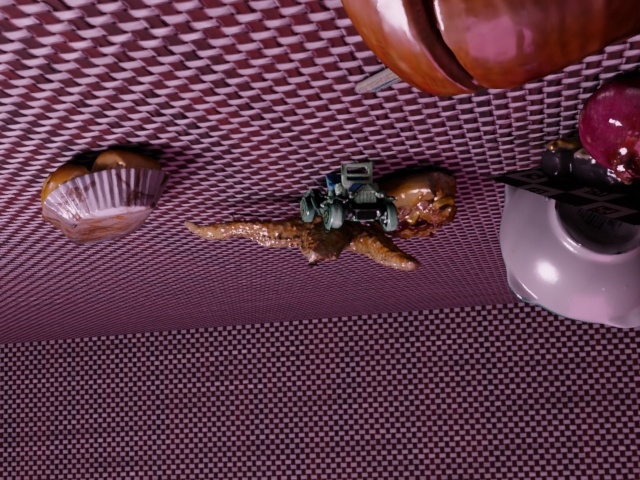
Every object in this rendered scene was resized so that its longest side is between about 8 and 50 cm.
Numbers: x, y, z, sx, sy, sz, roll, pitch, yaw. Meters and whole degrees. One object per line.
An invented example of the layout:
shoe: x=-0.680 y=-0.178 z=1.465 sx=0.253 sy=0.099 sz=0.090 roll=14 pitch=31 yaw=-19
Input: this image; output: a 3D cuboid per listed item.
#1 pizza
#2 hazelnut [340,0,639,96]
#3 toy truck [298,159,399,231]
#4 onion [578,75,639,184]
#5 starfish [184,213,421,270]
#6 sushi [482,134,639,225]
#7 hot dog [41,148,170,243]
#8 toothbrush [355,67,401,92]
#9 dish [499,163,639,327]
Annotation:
pizza: x=0.110 y=-0.037 z=1.111 sx=0.127 sy=0.058 sz=0.246 roll=-1 pitch=172 yaw=-15
hazelnut: x=0.080 y=-0.139 z=0.392 sx=0.154 sy=0.143 sz=0.143 roll=-14 pitch=167 yaw=12
toy truck: x=0.029 y=-0.053 z=1.001 sx=0.080 sy=0.077 sz=0.154 roll=0 pitch=-174 yaw=-15
onion: x=0.276 y=-0.094 z=0.764 sx=0.107 sy=0.097 sz=0.107 roll=16 pitch=162 yaw=5
starfish: x=0.001 y=-0.004 z=1.099 sx=0.299 sy=0.060 sz=0.302 roll=9 pitch=-177 yaw=-23
sushi: x=0.301 y=-0.078 z=0.870 sx=0.192 sy=0.050 sz=0.215 roll=-11 pitch=-160 yaw=-26
hot dog: x=-0.238 y=-0.042 z=0.965 sx=0.131 sy=0.069 sz=0.253 roll=-10 pitch=175 yaw=-18
toothbrush: x=0.117 y=-0.148 z=0.615 sx=0.026 sy=0.028 sz=0.294 roll=6 pitch=171 yaw=-35
dish: x=0.312 y=-0.022 z=0.964 sx=0.246 sy=0.224 sz=0.078 roll=-32 pitch=157 yaw=-14
